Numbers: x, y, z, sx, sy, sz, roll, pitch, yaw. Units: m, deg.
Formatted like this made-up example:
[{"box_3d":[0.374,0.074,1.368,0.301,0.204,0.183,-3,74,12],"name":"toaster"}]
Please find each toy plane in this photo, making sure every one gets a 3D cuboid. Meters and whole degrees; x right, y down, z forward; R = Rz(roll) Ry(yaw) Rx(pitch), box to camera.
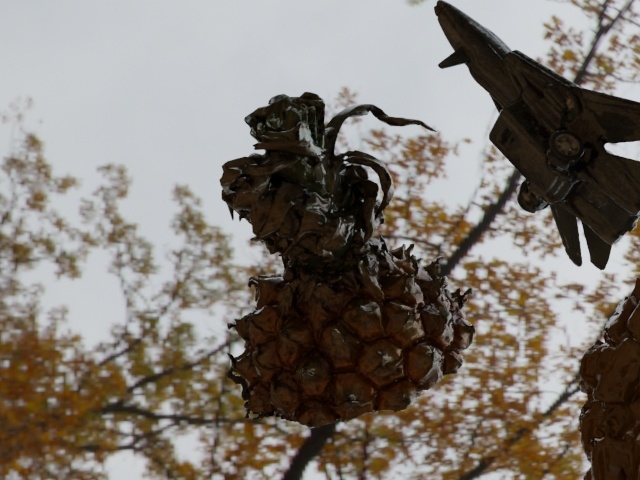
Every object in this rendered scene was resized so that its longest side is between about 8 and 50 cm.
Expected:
[{"box_3d":[0.173,-0.106,0.930,0.267,0.088,0.212,46,-30,15],"name":"toy plane"}]

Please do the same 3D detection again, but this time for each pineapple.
[{"box_3d":[0.000,0.000,1.043,0.262,0.262,0.271,7,-54,37],"name":"pineapple"}]

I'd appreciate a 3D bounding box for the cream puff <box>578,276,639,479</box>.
[{"box_3d":[0.310,0.140,0.661,0.327,0.343,0.231,-53,-168,-15],"name":"cream puff"}]
